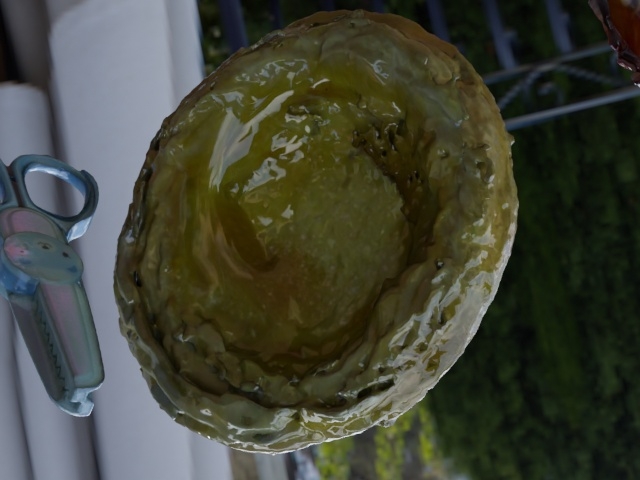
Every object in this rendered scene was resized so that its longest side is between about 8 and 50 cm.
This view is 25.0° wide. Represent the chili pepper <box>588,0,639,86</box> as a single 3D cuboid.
[{"bbox_3d":[0.255,-0.155,0.705,0.253,0.136,0.144,-12,-164,-13],"label":"chili pepper"}]

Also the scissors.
[{"bbox_3d":[-0.183,0.018,0.939,0.125,0.256,0.030,6,126,-31],"label":"scissors"}]

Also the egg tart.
[{"bbox_3d":[0.000,0.000,0.898,0.288,0.288,0.118,-14,160,24],"label":"egg tart"}]
